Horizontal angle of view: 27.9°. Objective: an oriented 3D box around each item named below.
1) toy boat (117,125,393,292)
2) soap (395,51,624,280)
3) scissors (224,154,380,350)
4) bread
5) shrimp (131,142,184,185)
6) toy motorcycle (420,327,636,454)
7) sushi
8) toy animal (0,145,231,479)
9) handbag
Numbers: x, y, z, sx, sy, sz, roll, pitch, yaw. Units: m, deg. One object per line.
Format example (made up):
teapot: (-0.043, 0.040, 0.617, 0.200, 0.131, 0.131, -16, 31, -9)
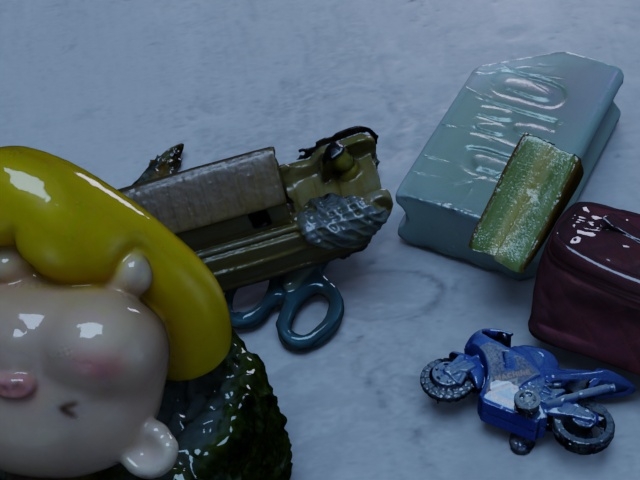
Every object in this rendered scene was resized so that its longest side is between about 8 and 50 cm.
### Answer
toy boat: (-0.139, -0.009, 1.397, 0.445, 0.162, 0.136, -17, 50, 5)
soap: (0.224, -0.101, 1.501, 0.172, 0.095, 0.290, 20, 55, 21)
scissors: (0.000, 0.000, 1.479, 0.138, 0.041, 0.289, 17, 58, 21)
bread: (0.220, -0.034, 1.378, 0.074, 0.084, 0.139, 25, 88, 16)
shrimp: (-0.260, -0.066, 1.577, 0.147, 0.035, 0.195, 17, 56, 23)
toy motorcycle: (0.208, 0.148, 1.312, 0.205, 0.076, 0.114, 18, 47, 20)
sushi: (-0.213, 0.215, 1.237, 0.294, 0.178, 0.352, 26, 56, 28)
toy animal: (-0.266, 0.072, 1.091, 0.345, 0.278, 0.247, 13, 61, 17)
handbag: (0.332, 0.053, 1.317, 0.225, 0.135, 0.146, 21, 32, 23)
